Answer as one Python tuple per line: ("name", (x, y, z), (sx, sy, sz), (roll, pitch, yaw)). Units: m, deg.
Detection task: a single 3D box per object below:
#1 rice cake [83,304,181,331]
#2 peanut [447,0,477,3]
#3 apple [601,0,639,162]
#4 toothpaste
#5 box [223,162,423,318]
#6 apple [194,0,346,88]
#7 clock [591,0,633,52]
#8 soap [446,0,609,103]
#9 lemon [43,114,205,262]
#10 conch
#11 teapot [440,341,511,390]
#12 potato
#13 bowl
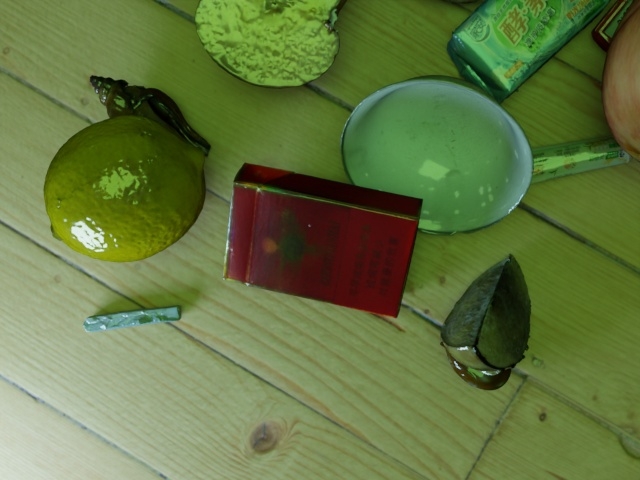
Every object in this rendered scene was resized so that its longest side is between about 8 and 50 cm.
("rice cake", (-0.340, 0.141, 1.528), (0.180, 0.042, 0.031), (-8, 92, 6))
("peanut", (0.185, -0.467, 1.437), (0.225, 0.108, 0.095), (16, 97, 7))
("apple", (0.626, -0.264, 1.234), (0.391, 0.391, 0.347), (17, 86, 5))
("toothpaste", (0.411, -0.136, 1.447), (0.314, 0.058, 0.056), (-10, 131, 10))
("box", (0.001, -0.001, 1.434), (0.313, 0.089, 0.198), (12, 120, 5))
("apple", (-0.070, -0.414, 1.436), (0.251, 0.163, 0.293), (21, 106, -5))
("clock", (0.546, -0.374, 1.426), (0.113, 0.061, 0.155), (39, 98, -1))
("soap", (0.355, -0.375, 1.435), (0.293, 0.077, 0.156), (-45, 87, 4))
("lemon", (-0.328, -0.086, 1.424), (0.267, 0.267, 0.268), (0, 91, 6))
("conch", (-0.302, -0.230, 1.507), (0.232, 0.080, 0.086), (14, 126, -13))
("teapot", (0.266, 0.207, 1.457), (0.129, 0.078, 0.098), (39, 54, 16))
("potato", (0.275, 0.150, 1.413), (0.100, 0.261, 0.120), (-21, 110, 37))
("bowl", (0.197, -0.171, 1.402), (0.313, 0.146, 0.313), (9, 135, 9))
